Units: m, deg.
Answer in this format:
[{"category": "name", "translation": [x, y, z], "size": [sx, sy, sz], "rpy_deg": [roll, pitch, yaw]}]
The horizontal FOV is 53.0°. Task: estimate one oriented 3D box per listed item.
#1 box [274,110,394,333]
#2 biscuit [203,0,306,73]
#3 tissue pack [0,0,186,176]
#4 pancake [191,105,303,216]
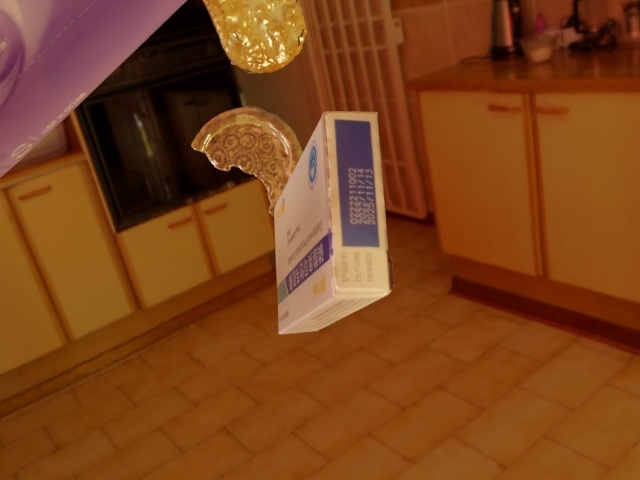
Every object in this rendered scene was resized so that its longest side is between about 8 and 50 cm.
[{"category": "box", "translation": [0.000, 0.000, 0.800], "size": [0.065, 0.200, 0.343], "rpy_deg": [1, -14, -13]}, {"category": "biscuit", "translation": [-0.091, -0.306, 0.701], "size": [0.118, 0.247, 0.029], "rpy_deg": [-33, 22, -25]}, {"category": "tissue pack", "translation": [-0.230, -0.225, 0.488], "size": [0.338, 0.160, 0.242], "rpy_deg": [-43, -9, 1]}, {"category": "pancake", "translation": [-0.121, -0.134, 1.075], "size": [0.191, 0.184, 0.020], "rpy_deg": [3, 2, -2]}]
